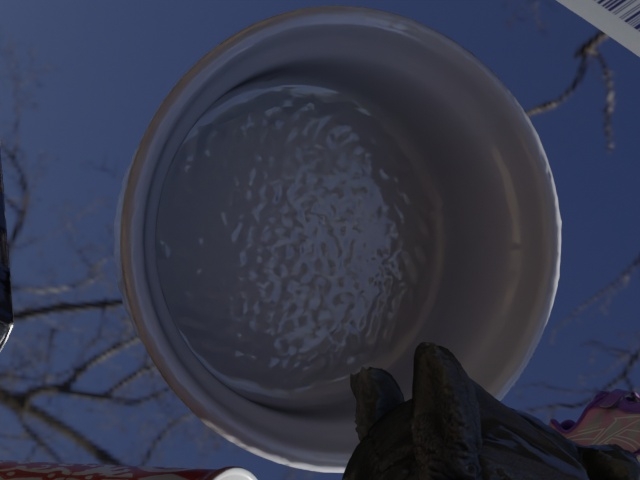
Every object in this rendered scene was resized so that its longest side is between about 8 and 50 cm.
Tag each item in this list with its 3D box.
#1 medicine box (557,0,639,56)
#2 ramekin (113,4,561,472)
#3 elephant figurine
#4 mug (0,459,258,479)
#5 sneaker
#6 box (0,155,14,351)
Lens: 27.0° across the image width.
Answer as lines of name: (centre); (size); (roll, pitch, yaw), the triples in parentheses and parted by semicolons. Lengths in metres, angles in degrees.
medicine box: (0.343, -0.321, 1.217); (0.149, 0.263, 0.289); (-34, -151, 59)
ramekin: (0.000, 0.000, 0.848); (0.135, 0.277, 0.277); (178, -77, -72)
elephant figurine: (0.059, 0.128, 0.560); (0.186, 0.239, 0.169); (1, -102, 21)
mug: (-0.127, 0.195, 0.750); (0.169, 0.113, 0.150); (2, -93, 25)
sneaker: (0.313, 0.188, 1.305); (0.236, 0.095, 0.104); (-28, -119, 36)
box: (-0.248, -0.044, 0.489); (0.060, 0.270, 0.216); (-57, -156, 11)
